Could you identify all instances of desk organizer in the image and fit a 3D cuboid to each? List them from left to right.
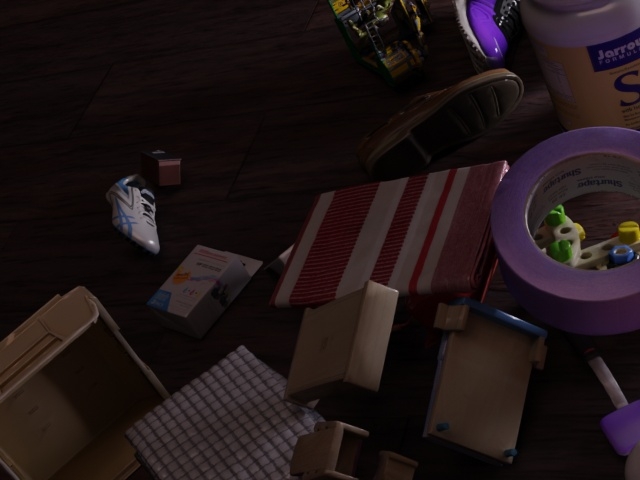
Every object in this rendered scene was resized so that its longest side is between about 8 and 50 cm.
[{"bbox_3d":[-0.311,-0.142,2.469,0.047,0.050,0.130,-5,14,-23],"label":"desk organizer"}]

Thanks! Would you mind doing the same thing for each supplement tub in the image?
[{"bbox_3d":[0.447,-0.320,1.965,0.241,0.331,0.241,-17,40,15],"label":"supplement tub"}]

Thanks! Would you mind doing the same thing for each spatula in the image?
[{"bbox_3d":[0.377,0.178,1.699,0.084,0.030,0.296,-26,38,2],"label":"spatula"}]

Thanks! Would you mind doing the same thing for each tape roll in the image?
[{"bbox_3d":[0.364,-0.015,1.667,0.274,0.090,0.275,-8,54,11],"label":"tape roll"}]

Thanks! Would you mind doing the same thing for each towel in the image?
[{"bbox_3d":[-0.112,0.305,1.794,0.235,0.121,0.283,-33,43,-18],"label":"towel"},{"bbox_3d":[0.101,0.000,1.815,0.329,0.037,0.237,-8,41,33],"label":"towel"}]

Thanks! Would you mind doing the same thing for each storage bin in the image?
[{"bbox_3d":[-0.375,0.249,1.906,0.260,0.262,0.123,-41,37,-15],"label":"storage bin"}]

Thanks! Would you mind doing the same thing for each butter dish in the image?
[{"bbox_3d":[0.173,0.053,1.849,0.160,0.118,0.160,-44,18,57],"label":"butter dish"}]

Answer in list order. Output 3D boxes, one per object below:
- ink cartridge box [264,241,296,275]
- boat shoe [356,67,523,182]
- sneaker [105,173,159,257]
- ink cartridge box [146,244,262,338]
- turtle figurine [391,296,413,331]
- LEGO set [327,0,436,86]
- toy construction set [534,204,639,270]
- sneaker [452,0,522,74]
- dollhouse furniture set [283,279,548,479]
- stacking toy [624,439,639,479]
[{"bbox_3d":[0.000,0.000,2.067,0.181,0.056,0.224,-40,-1,-11],"label":"ink cartridge box"},{"bbox_3d":[0.196,-0.214,2.184,0.307,0.111,0.104,-30,39,-1],"label":"boat shoe"},{"bbox_3d":[-0.339,-0.051,2.354,0.086,0.085,0.237,-46,36,9],"label":"sneaker"},{"bbox_3d":[-0.194,0.072,2.149,0.104,0.061,0.181,14,55,41],"label":"ink cartridge box"},{"bbox_3d":[0.081,0.033,1.998,0.269,0.087,0.217,15,53,47],"label":"turtle figurine"},{"bbox_3d":[0.127,-0.469,2.378,0.192,0.331,0.255,-33,18,-7],"label":"LEGO set"},{"bbox_3d":[0.428,-0.007,1.792,0.327,0.151,0.215,-33,29,3],"label":"toy construction set"},{"bbox_3d":[0.326,-0.415,2.334,0.146,0.102,0.293,-19,39,12],"label":"sneaker"},{"bbox_3d":[0.127,0.228,1.708,0.198,0.303,0.286,-30,43,62],"label":"dollhouse furniture set"},{"bbox_3d":[0.503,0.285,1.339,0.350,0.350,0.480,-49,26,-23],"label":"stacking toy"}]
